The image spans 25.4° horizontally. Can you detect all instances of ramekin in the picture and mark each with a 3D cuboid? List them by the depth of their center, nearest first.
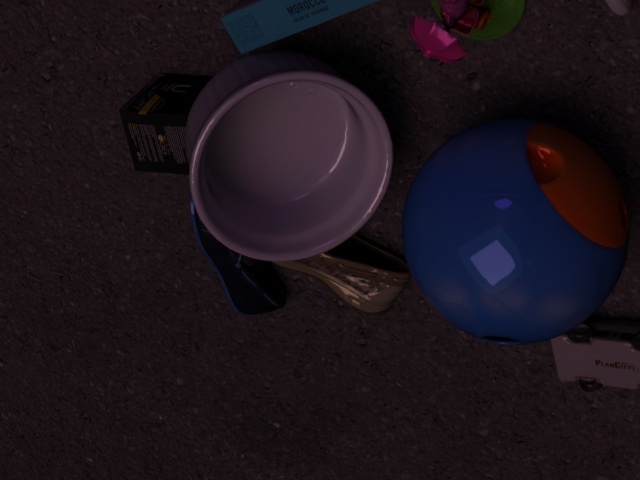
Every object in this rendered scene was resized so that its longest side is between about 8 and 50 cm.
[{"bbox_3d":[-0.053,-0.123,1.924,0.277,0.135,0.277,-8,120,-14],"label":"ramekin"}]

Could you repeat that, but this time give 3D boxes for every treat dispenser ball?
[{"bbox_3d":[0.247,-0.012,1.810,0.288,0.288,0.288,15,129,19],"label":"treat dispenser ball"}]

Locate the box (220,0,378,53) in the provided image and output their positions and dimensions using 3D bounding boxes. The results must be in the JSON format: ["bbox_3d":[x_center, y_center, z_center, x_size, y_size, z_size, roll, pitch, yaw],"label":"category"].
[{"bbox_3d":[-0.006,-0.323,1.852,0.244,0.100,0.060,-15,116,37],"label":"box"}]

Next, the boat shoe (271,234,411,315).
[{"bbox_3d":[0.000,0.000,2.095,0.285,0.105,0.089,30,129,-7],"label":"boat shoe"}]

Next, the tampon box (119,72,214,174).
[{"bbox_3d":[-0.184,-0.168,2.052,0.161,0.120,0.101,6,126,25],"label":"tampon box"}]

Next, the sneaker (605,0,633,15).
[{"bbox_3d":[0.358,-0.335,1.671,0.061,0.054,0.152,2,123,25],"label":"sneaker"}]

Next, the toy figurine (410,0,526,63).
[{"bbox_3d":[0.173,-0.288,1.736,0.130,0.159,0.173,28,132,9],"label":"toy figurine"}]

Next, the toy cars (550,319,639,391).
[{"bbox_3d":[0.473,0.100,1.911,0.176,0.087,0.394,44,136,1],"label":"toy cars"}]

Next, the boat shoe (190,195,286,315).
[{"bbox_3d":[-0.118,0.005,2.174,0.089,0.109,0.258,-4,138,23],"label":"boat shoe"}]
